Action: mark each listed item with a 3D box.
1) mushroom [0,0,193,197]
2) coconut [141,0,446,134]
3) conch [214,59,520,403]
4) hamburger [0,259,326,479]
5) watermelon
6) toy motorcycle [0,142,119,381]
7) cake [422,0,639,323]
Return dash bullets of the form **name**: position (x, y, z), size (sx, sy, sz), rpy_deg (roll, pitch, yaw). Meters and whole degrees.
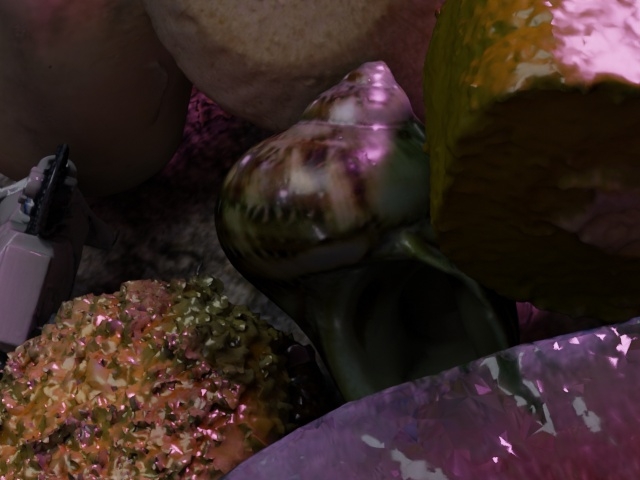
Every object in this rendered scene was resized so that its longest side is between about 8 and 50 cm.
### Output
- **mushroom**: position (-0.194, -0.194, 1.185), size (0.315, 0.315, 0.356), rpy_deg (-23, 14, 19)
- **coconut**: position (0.044, -0.197, 1.005), size (0.329, 0.329, 0.328), rpy_deg (-22, 41, 20)
- **conch**: position (0.035, 0.002, 0.887), size (0.187, 0.181, 0.124), rpy_deg (16, 49, 25)
- **hamburger**: position (-0.109, 0.130, 0.912), size (0.243, 0.138, 0.261), rpy_deg (-33, 38, 6)
- **watermelon**: position (0.093, 0.137, 0.696), size (0.264, 0.151, 0.302), rpy_deg (-17, 43, -10)
- **toy motorcycle**: position (-0.203, 0.045, 1.071), size (0.150, 0.102, 0.221), rpy_deg (165, 122, -80)
- **cake**: position (0.182, -0.057, 0.806), size (0.261, 0.179, 0.156), rpy_deg (9, 54, -7)
